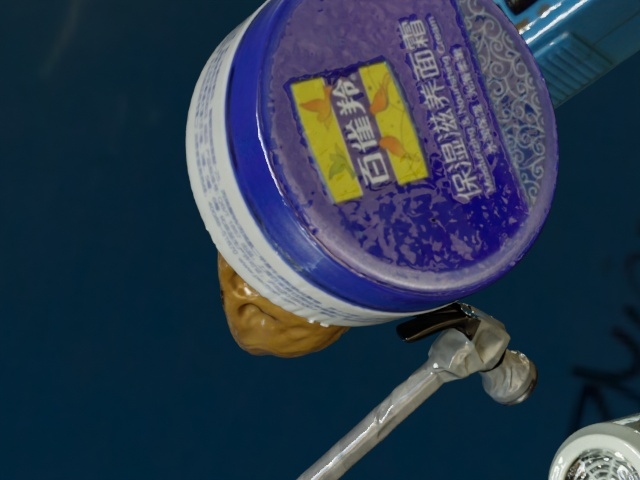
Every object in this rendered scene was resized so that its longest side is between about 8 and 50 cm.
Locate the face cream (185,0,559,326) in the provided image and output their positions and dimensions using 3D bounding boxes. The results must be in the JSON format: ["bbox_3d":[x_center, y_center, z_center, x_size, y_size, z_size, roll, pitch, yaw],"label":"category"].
[{"bbox_3d":[0.027,-0.054,1.140,0.206,0.111,0.206,10,-109,-29],"label":"face cream"}]

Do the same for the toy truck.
[{"bbox_3d":[0.261,-0.265,1.721,0.161,0.385,0.162,24,-145,-56],"label":"toy truck"}]

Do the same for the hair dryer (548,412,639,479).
[{"bbox_3d":[0.221,0.308,1.592,0.173,0.107,0.357,-2,-68,-57],"label":"hair dryer"}]

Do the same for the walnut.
[{"bbox_3d":[0.001,-0.001,1.368,0.167,0.087,0.211,-57,-31,-30],"label":"walnut"}]

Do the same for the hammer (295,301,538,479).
[{"bbox_3d":[-0.014,0.210,1.559,0.427,0.044,0.152,-45,-46,7],"label":"hammer"}]
